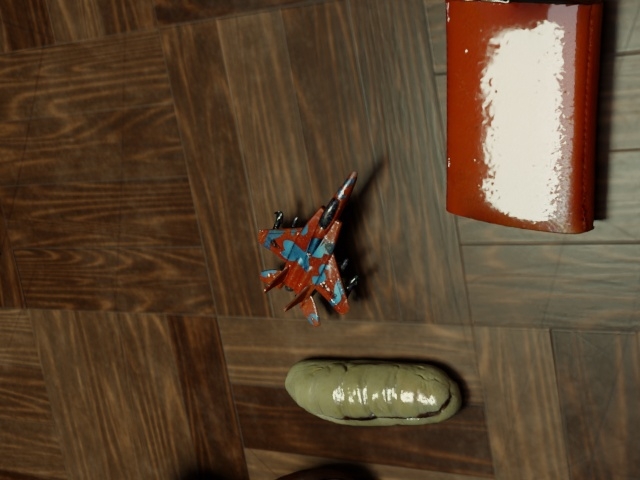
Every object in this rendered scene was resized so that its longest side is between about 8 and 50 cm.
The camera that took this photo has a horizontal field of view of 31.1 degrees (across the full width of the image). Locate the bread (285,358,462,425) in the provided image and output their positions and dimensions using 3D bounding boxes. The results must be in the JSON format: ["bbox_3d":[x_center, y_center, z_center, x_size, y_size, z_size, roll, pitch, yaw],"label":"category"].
[{"bbox_3d":[0.047,0.163,1.203,0.214,0.053,0.073,-2,109,36],"label":"bread"}]

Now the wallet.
[{"bbox_3d":[0.177,-0.113,1.015,0.142,0.045,0.204,10,112,31],"label":"wallet"}]

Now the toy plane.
[{"bbox_3d":[0.002,-0.001,1.173,0.130,0.061,0.189,42,121,17],"label":"toy plane"}]

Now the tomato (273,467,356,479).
[{"bbox_3d":[-0.024,0.358,1.271,0.155,0.181,0.214,-5,96,55],"label":"tomato"}]
